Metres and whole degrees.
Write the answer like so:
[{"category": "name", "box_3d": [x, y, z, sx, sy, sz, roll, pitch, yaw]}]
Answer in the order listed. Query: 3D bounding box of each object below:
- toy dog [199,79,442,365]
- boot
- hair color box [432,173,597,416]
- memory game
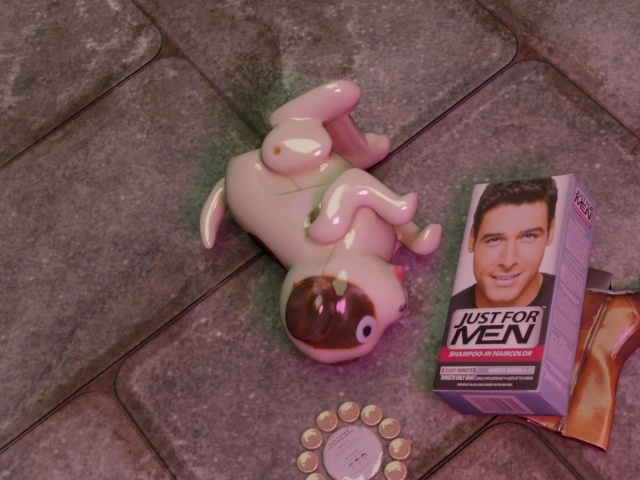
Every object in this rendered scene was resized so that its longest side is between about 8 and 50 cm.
[{"category": "toy dog", "box_3d": [0.000, 0.000, 1.862, 0.396, 0.284, 0.407, -19, 63, 1]}, {"category": "boot", "box_3d": [0.474, 0.193, 1.774, 0.264, 0.096, 0.280, 16, 68, 17]}, {"category": "hair color box", "box_3d": [0.315, 0.087, 1.813, 0.185, 0.113, 0.374, -5, 59, 36]}, {"category": "memory game", "box_3d": [0.052, 0.347, 1.820, 0.186, 0.012, 0.186, -5, 63, 9]}]
